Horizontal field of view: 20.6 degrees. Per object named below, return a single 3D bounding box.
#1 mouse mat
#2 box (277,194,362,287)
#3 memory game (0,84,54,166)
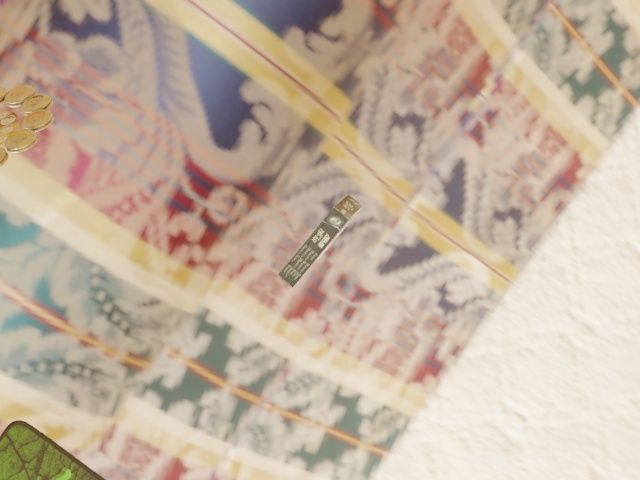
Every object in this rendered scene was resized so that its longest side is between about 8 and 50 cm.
[{"bbox_3d":[-0.293,0.291,1.720,0.152,0.007,0.190,36,82,-3],"label":"mouse mat"},{"bbox_3d":[0.000,0.000,1.574,0.018,0.067,0.083,40,105,2],"label":"box"},{"bbox_3d":[-0.384,-0.121,1.965,0.186,0.012,0.186,-14,34,9],"label":"memory game"}]
